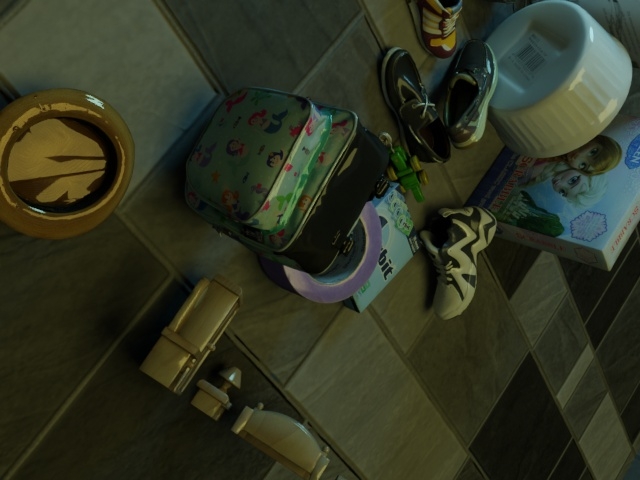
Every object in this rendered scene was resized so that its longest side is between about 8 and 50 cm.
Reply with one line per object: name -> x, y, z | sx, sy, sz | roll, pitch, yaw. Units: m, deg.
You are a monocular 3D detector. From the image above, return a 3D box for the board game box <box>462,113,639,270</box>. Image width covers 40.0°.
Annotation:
board game box -> 0.491, -0.121, 1.723 | 0.319, 0.318, 0.066 | -54, 136, -18

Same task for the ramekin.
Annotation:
ramekin -> 0.409, -0.302, 1.608 | 0.135, 0.277, 0.277 | 33, 81, -40

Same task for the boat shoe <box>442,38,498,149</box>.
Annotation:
boat shoe -> 0.263, -0.273, 1.564 | 0.073, 0.080, 0.224 | 42, 55, -51

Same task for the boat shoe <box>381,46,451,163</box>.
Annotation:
boat shoe -> 0.170, -0.232, 1.520 | 0.084, 0.079, 0.233 | -44, 131, -24

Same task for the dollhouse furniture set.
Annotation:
dollhouse furniture set -> -0.047, 0.218, 1.247 | 0.174, 0.355, 0.303 | -57, 176, -13

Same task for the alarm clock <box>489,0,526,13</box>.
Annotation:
alarm clock -> 0.338, -0.488, 1.608 | 0.129, 0.064, 0.192 | -56, 134, -16

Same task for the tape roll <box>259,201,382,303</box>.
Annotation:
tape roll -> 0.000, 0.000, 1.393 | 0.188, 0.080, 0.189 | -6, 102, -31

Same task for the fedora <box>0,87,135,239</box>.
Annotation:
fedora -> -0.321, -0.096, 1.049 | 0.194, 0.079, 0.195 | -15, 115, -36

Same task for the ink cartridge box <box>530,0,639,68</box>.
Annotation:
ink cartridge box -> 0.586, -0.452, 1.701 | 0.129, 0.307, 0.223 | -58, 137, -13

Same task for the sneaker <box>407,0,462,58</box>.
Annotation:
sneaker -> 0.206, -0.380, 1.493 | 0.070, 0.083, 0.185 | -53, 136, -18

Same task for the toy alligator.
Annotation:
toy alligator -> 0.143, -0.140, 1.550 | 0.190, 0.056, 0.051 | 53, 24, -42

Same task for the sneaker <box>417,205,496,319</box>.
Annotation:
sneaker -> 0.233, 0.039, 1.689 | 0.153, 0.094, 0.235 | 9, 114, -33

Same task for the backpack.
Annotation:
backpack -> -0.067, -0.095, 1.192 | 0.191, 0.253, 0.225 | 33, 84, -44

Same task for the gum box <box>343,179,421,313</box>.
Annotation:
gum box -> 0.091, 0.010, 1.556 | 0.184, 0.041, 0.157 | -45, 132, -24
